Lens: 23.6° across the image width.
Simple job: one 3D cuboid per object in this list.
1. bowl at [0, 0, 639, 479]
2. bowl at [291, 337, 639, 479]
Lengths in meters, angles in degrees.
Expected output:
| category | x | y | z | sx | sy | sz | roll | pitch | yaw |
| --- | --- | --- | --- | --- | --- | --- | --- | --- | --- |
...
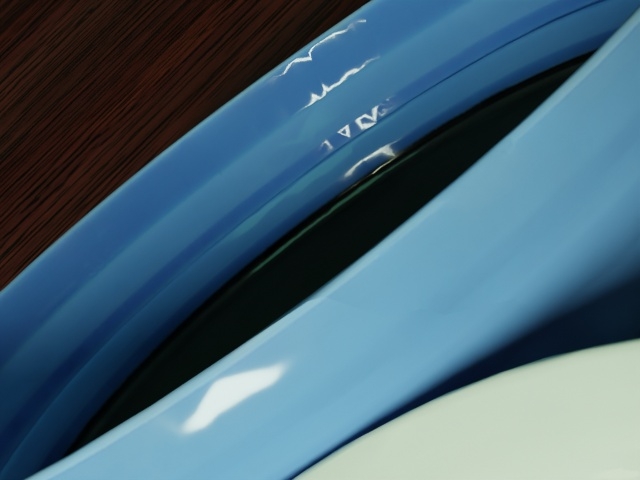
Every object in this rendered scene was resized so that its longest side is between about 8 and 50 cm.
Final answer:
| category | x | y | z | sx | sy | sz | roll | pitch | yaw |
| --- | --- | --- | --- | --- | --- | --- | --- | --- | --- |
| bowl | 0.000 | 0.000 | 0.562 | 0.391 | 0.077 | 0.391 | -35 | 14 | 10 |
| bowl | 0.053 | 0.168 | 0.277 | 0.298 | 0.134 | 0.298 | -31 | 29 | 19 |
